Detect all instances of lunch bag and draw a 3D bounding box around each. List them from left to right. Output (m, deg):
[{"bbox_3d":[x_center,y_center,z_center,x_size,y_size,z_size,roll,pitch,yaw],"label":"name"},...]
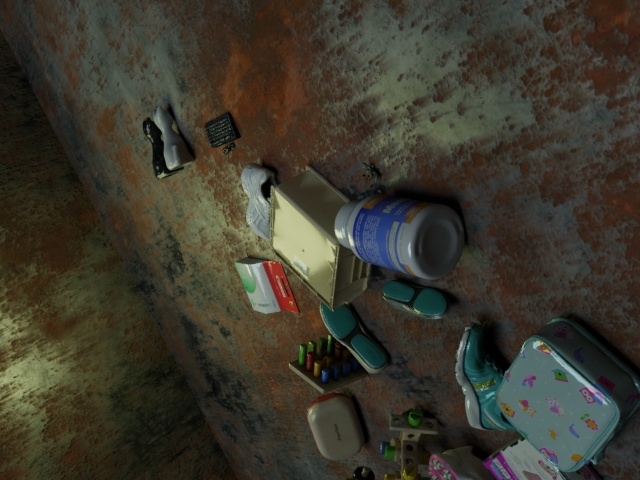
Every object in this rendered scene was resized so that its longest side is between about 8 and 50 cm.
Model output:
[{"bbox_3d":[0.456,0.292,1.344,0.224,0.108,0.279,42,147,26],"label":"lunch bag"}]

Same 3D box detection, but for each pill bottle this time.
[{"bbox_3d":[0.153,-0.016,1.513,0.272,0.152,0.152,16,128,52],"label":"pill bottle"}]

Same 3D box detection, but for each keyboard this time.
[{"bbox_3d":[-0.285,-0.302,2.104,0.180,0.023,0.108,-5,111,60],"label":"keyboard"}]

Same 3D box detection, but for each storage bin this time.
[{"bbox_3d":[0.000,0.000,1.808,0.262,0.123,0.260,43,147,30],"label":"storage bin"}]

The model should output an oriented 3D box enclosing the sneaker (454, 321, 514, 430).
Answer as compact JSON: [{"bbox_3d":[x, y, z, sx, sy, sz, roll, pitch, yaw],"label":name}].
[{"bbox_3d":[0.359,0.289,1.538,0.110,0.107,0.275,0,122,37],"label":"sneaker"}]

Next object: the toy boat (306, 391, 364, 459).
[{"bbox_3d":[0.044,0.561,2.252,0.151,0.151,0.231,-108,1,-70],"label":"toy boat"}]

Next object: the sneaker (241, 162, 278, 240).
[{"bbox_3d":[-0.147,-0.095,1.999,0.115,0.090,0.232,20,132,46],"label":"sneaker"}]

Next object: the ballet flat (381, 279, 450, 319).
[{"bbox_3d":[0.226,0.140,1.642,0.213,0.072,0.068,19,158,52],"label":"ballet flat"}]

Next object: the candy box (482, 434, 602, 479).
[{"bbox_3d":[0.464,0.490,1.544,0.159,0.071,0.233,52,151,16],"label":"candy box"}]

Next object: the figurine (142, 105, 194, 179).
[{"bbox_3d":[-0.517,-0.328,2.398,0.215,0.092,0.209,-18,95,60],"label":"figurine"}]

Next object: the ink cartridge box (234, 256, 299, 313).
[{"bbox_3d":[-0.171,0.148,2.292,0.225,0.056,0.180,8,122,58],"label":"ink cartridge box"}]

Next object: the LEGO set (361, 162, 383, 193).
[{"bbox_3d":[0.117,-0.140,1.604,0.054,0.023,0.083,33,154,45],"label":"LEGO set"}]

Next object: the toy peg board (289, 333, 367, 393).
[{"bbox_3d":[0.022,0.338,2.048,0.161,0.161,0.079,29,123,45],"label":"toy peg board"}]

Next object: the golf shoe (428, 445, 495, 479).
[{"bbox_3d":[0.391,0.585,1.674,0.306,0.140,0.115,42,136,40],"label":"golf shoe"}]

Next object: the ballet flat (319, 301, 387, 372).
[{"bbox_3d":[0.085,0.256,1.953,0.248,0.086,0.086,52,150,15],"label":"ballet flat"}]

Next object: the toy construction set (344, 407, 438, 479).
[{"bbox_3d":[0.257,0.573,1.840,0.309,0.257,0.237,26,127,17],"label":"toy construction set"}]
